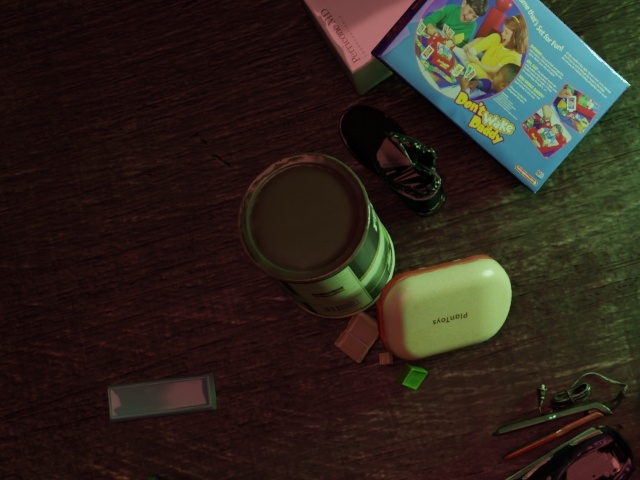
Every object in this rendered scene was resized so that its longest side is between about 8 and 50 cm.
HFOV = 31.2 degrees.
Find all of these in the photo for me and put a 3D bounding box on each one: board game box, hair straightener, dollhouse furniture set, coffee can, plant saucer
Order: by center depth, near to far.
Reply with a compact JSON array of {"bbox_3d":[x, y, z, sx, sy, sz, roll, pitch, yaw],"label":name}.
[{"bbox_3d":[0.000,0.000,1.824,0.202,0.275,0.201,-3,74,11],"label":"coffee can"},{"bbox_3d":[0.289,-0.276,1.848,0.347,0.078,0.233,39,96,-14],"label":"board game box"},{"bbox_3d":[0.382,0.270,1.848,0.230,0.047,0.089,-25,78,4],"label":"hair straightener"},{"bbox_3d":[0.105,0.186,1.917,0.152,0.058,0.076,35,95,32],"label":"dollhouse furniture set"},{"bbox_3d":[-0.274,0.269,1.965,0.192,0.018,0.067,-8,80,6],"label":"plant saucer"}]

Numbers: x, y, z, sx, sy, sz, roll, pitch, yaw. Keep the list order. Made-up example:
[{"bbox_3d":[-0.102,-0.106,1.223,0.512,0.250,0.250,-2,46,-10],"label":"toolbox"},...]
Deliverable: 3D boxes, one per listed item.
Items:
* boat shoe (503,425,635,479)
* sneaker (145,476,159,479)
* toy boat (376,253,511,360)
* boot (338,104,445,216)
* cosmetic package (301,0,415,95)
[{"bbox_3d":[0.339,0.406,1.776,0.340,0.158,0.127,-41,77,0],"label":"boat shoe"},{"bbox_3d":[-0.236,0.472,1.911,0.089,0.051,0.170,-11,84,6],"label":"sneaker"},{"bbox_3d":[0.190,0.092,1.867,0.231,0.151,0.151,-12,118,-15],"label":"toy boat"},{"bbox_3d":[0.113,-0.149,1.877,0.094,0.207,0.246,-40,77,1],"label":"boot"},{"bbox_3d":[0.162,-0.434,1.944,0.365,0.155,0.197,-34,81,1],"label":"cosmetic package"}]
